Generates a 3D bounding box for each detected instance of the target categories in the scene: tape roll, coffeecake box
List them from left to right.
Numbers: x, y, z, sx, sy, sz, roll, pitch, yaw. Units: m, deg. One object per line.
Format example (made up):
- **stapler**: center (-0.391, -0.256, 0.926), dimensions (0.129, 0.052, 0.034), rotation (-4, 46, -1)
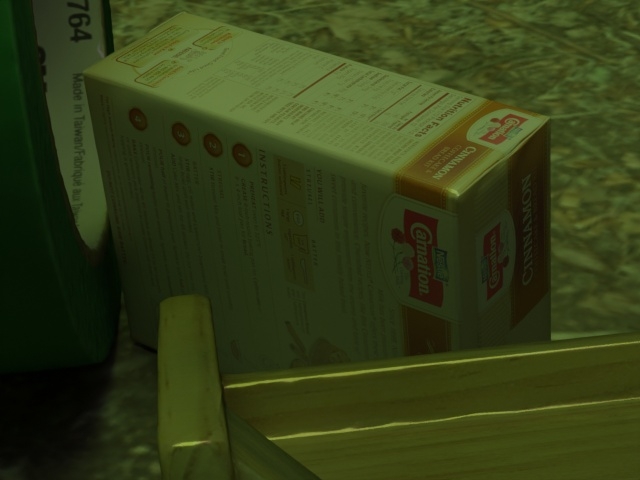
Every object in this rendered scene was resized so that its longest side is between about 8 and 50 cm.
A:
- **tape roll**: center (-0.142, -0.104, 0.675), dimensions (0.077, 0.321, 0.321), rotation (-5, 34, -1)
- **coffeecake box**: center (0.000, 0.000, 0.661), dimensions (0.185, 0.142, 0.068), rotation (21, 42, 32)

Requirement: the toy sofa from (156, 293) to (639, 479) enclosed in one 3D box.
- **toy sofa**: center (0.132, 0.098, 0.458), dimensions (0.362, 0.177, 0.150), rotation (-6, 13, -4)
